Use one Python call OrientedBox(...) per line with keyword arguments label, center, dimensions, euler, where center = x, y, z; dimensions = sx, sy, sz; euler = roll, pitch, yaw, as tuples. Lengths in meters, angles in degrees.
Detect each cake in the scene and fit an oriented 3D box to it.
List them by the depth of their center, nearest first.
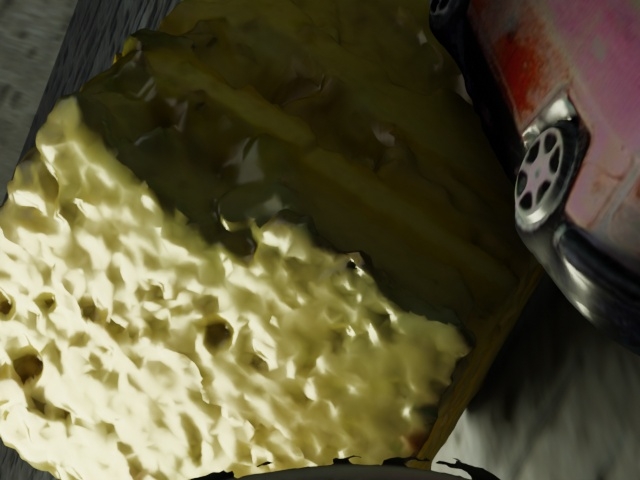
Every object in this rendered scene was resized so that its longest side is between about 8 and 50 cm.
OrientedBox(label="cake", center=(0.000, 0.000, 0.892), dimensions=(0.286, 0.222, 0.227), euler=(-43, -15, -53))

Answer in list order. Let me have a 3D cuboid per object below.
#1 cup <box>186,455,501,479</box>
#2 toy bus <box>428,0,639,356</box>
OrientedBox(label="cup", center=(0.011, 0.256, 0.671), dimensions=(0.274, 0.253, 0.253), euler=(-105, 34, -44))
OrientedBox(label="toy bus", center=(0.138, -0.079, 0.736), dimensions=(0.147, 0.128, 0.302), euler=(-62, 20, 24))
